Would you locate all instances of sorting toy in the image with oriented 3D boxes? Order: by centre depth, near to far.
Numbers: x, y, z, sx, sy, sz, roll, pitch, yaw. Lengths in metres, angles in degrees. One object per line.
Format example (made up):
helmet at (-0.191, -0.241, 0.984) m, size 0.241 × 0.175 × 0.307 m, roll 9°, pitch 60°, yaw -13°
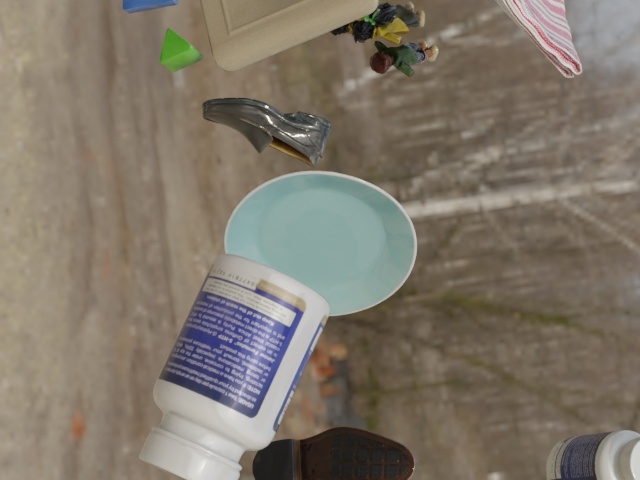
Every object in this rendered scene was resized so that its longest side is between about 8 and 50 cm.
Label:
sorting toy at (-0.039, -0.285, 1.548) m, size 0.047 × 0.348 × 0.196 m, roll 35°, pitch 36°, yaw -64°

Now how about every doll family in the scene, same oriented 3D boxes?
doll family at (0.052, -0.267, 1.802) m, size 0.193 × 0.111 × 0.076 m, roll 38°, pitch -49°, yaw 32°

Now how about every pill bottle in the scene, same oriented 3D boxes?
pill bottle at (-0.077, 0.116, 1.277) m, size 0.112 × 0.112 × 0.186 m, roll 65°, pitch 48°, yaw -72°
pill bottle at (0.265, 0.208, 1.374) m, size 0.120 × 0.067 × 0.067 m, roll -23°, pitch -107°, yaw 61°

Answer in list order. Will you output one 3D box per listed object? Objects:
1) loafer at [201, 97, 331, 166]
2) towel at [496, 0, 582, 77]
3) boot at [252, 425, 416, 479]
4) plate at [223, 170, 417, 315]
loafer at (-0.072, -0.141, 1.935) m, size 0.062 × 0.170 × 0.061 m, roll 133°, pitch -31°, yaw -78°
towel at (0.204, -0.258, 1.502) m, size 0.144 × 0.029 × 0.197 m, roll 43°, pitch 26°, yaw -26°
boot at (0.037, 0.265, 1.783) m, size 0.106 × 0.219 × 0.082 m, roll 20°, pitch 70°, yaw -53°
plate at (0.000, 0.000, 1.466) m, size 0.024 × 0.188 × 0.188 m, roll -87°, pitch 168°, yaw -49°
